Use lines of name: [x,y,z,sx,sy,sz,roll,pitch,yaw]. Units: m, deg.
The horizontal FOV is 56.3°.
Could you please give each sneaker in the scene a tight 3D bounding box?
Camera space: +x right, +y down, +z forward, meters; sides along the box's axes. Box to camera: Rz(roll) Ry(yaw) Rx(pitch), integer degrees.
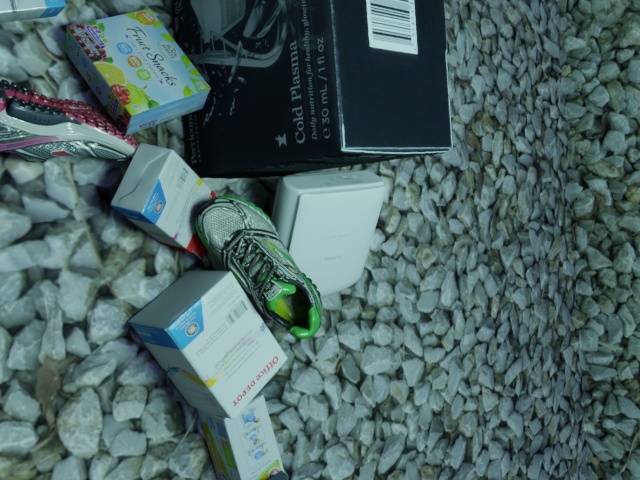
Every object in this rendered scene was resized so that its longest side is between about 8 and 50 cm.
sneaker: [-0.451,-0.184,1.038,0.299,0.121,0.112,10,118,-50]
sneaker: [-0.106,0.050,1.167,0.134,0.146,0.343,-43,105,1]

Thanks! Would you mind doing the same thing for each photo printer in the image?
photo printer: [0.000,0.000,1.345,0.256,0.107,0.307,-8,125,-36]

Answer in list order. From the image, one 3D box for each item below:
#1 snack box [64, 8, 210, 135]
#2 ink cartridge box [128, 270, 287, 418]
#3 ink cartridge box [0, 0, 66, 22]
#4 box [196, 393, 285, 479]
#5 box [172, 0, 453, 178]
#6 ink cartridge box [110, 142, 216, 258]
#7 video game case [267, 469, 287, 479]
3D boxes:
snack box: [-0.335,-0.314,1.100,0.175,0.070,0.207,-30,81,-37]
ink cartridge box: [-0.219,0.200,1.180,0.171,0.168,0.232,-44,116,-34]
ink cartridge box: [-0.533,-0.421,0.991,0.180,0.060,0.104,-26,107,-38]
box: [-0.165,0.427,1.258,0.103,0.114,0.203,-23,105,-39]
box: [-0.035,-0.377,1.149,0.298,0.472,0.479,-8,94,-40]
ink cartridge box: [-0.284,-0.068,1.154,0.231,0.078,0.134,55,52,-61]
video game case: [-0.158,0.615,1.233,0.196,0.026,0.274,-24,135,-38]
